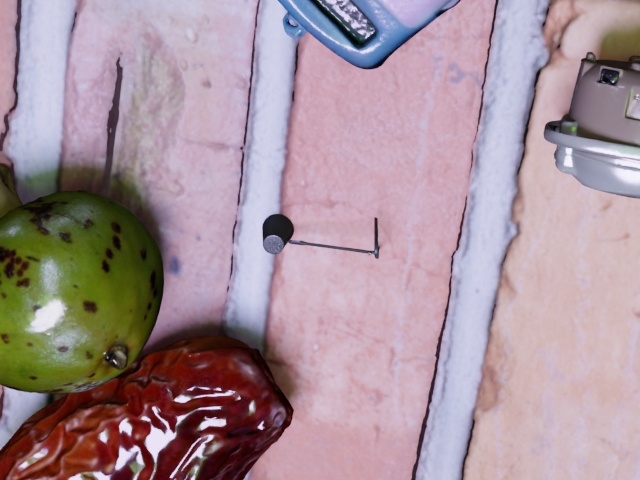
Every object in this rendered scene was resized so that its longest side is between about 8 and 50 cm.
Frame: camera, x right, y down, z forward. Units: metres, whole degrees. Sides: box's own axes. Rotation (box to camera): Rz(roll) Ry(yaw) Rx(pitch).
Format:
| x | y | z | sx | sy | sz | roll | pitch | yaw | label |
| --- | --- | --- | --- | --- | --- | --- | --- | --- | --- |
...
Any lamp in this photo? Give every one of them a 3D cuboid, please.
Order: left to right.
| x | y | z | sx | sy | sz | roll | pitch | yaw | label |
| --- | --- | --- | --- | --- | --- | --- | --- | --- | --- |
| -0.001 | 0.000 | 1.590 | 0.121 | 0.054 | 0.041 | 1 | 113 | 7 | lamp |

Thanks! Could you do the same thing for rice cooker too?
| x | y | z | sx | sy | sz | roll | pitch | yaw | label |
| --- | --- | --- | --- | --- | --- | --- | --- | --- | --- |
| 0.307 | -0.099 | 1.462 | 0.206 | 0.145 | 0.127 | 13 | 102 | 7 | rice cooker |

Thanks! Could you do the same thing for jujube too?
| x | y | z | sx | sy | sz | roll | pitch | yaw | label |
| --- | --- | --- | --- | --- | --- | --- | --- | --- | --- |
| -0.186 | 0.224 | 1.639 | 0.342 | 0.216 | 0.216 | -35 | 105 | 13 | jujube |

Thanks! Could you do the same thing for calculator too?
| x | y | z | sx | sy | sz | roll | pitch | yaw | label |
| --- | --- | --- | --- | --- | --- | --- | --- | --- | --- |
| 0.069 | -0.277 | 1.447 | 0.173 | 0.051 | 0.293 | 42 | 118 | -18 | calculator |

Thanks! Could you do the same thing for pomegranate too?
| x | y | z | sx | sy | sz | roll | pitch | yaw | label |
| --- | --- | --- | --- | --- | --- | --- | --- | --- | --- |
| -0.267 | 0.034 | 1.575 | 0.263 | 0.211 | 0.211 | 49 | 115 | 23 | pomegranate |
